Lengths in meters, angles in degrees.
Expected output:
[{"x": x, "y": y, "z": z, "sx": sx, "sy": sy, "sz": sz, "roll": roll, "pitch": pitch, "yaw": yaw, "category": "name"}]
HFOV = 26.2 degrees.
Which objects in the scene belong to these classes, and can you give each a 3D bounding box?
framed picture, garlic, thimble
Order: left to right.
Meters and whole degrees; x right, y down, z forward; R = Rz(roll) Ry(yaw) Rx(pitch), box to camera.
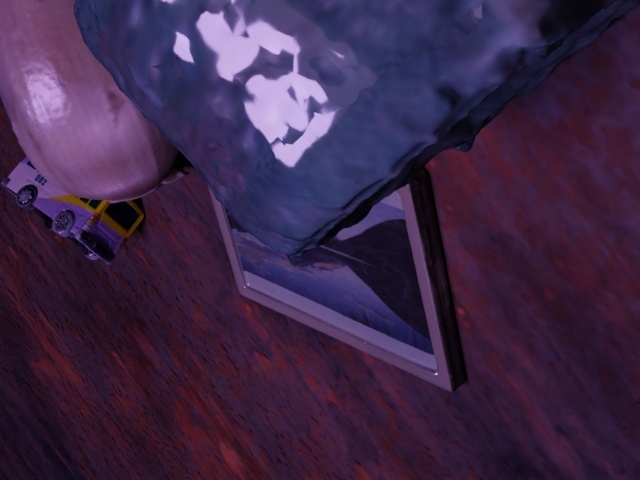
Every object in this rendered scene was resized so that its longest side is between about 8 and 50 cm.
[{"x": -0.160, "y": -0.140, "z": 0.865, "sx": 0.148, "sy": 0.128, "sz": 0.266, "roll": 6, "pitch": 115, "yaw": 48, "category": "garlic"}, {"x": 0.000, "y": 0.000, "z": 0.845, "sx": 0.203, "sy": 0.015, "sz": 0.150, "roll": 22, "pitch": 136, "yaw": 43, "category": "framed picture"}, {"x": 0.021, "y": -0.100, "z": 0.543, "sx": 0.143, "sy": 0.198, "sz": 0.235, "roll": 52, "pitch": 155, "yaw": 4, "category": "thimble"}]

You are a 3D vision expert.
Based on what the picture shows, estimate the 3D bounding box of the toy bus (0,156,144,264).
[{"x": -0.186, "y": -0.031, "z": 1.031, "sx": 0.102, "sy": 0.058, "sz": 0.052, "roll": 32, "pitch": 170, "yaw": 36, "category": "toy bus"}]
